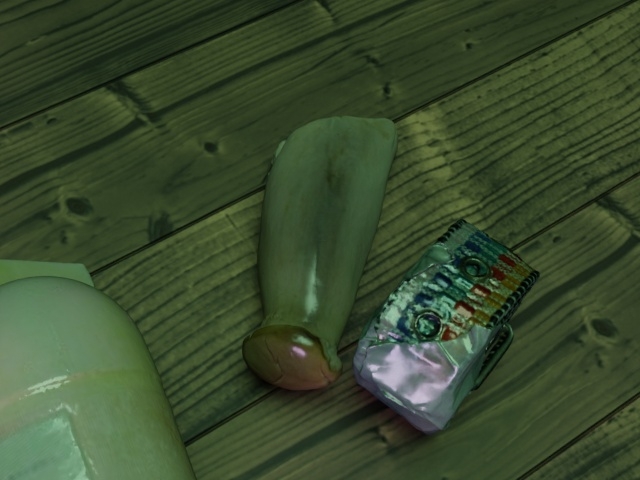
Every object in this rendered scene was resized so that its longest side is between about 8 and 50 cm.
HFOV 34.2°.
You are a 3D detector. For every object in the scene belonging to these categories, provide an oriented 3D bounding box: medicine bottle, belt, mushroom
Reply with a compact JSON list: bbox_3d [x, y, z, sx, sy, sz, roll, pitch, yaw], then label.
[{"bbox_3d":[-0.276,0.192,1.087,0.235,0.236,0.406,-17,65,-18],"label":"medicine bottle"},{"bbox_3d":[0.148,0.099,1.228,0.150,0.207,0.257,35,54,13],"label":"belt"},{"bbox_3d":[-0.008,-0.006,1.305,0.154,0.137,0.407,24,53,-11],"label":"mushroom"}]
